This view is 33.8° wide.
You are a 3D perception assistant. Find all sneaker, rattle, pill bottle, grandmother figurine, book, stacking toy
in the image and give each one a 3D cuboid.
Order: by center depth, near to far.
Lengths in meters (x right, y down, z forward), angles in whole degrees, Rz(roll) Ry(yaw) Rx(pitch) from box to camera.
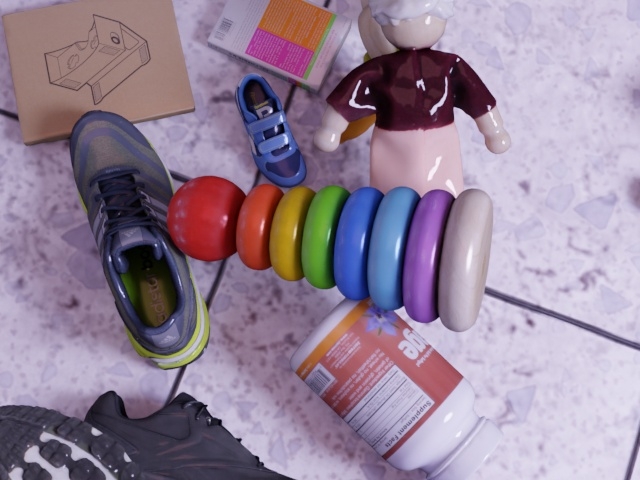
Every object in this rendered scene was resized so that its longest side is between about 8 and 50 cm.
[{"bbox_3d":[-0.218,0.343,1.001,0.182,0.158,0.410,-34,97,27],"label":"sneaker"},{"bbox_3d":[0.000,0.000,1.058,0.330,0.141,0.141,8,76,14],"label":"stacking toy"},{"bbox_3d":[-0.121,0.229,1.095,0.286,0.109,0.130,13,70,-1],"label":"sneaker"},{"bbox_3d":[0.082,0.160,1.106,0.216,0.121,0.121,43,79,7],"label":"pill bottle"},{"bbox_3d":[0.095,-0.125,1.119,0.208,0.104,0.342,-5,105,-16],"label":"grandmother figurine"},{"bbox_3d":[-0.196,-0.012,1.136,0.111,0.121,0.300,-22,78,-7],"label":"sneaker"},{"bbox_3d":[-0.060,-0.127,1.201,0.053,0.059,0.144,-25,80,-10],"label":"sneaker"},{"bbox_3d":[-0.048,-0.244,1.244,0.144,0.035,0.096,25,80,4],"label":"book"},{"bbox_3d":[0.058,-0.230,1.245,0.130,0.143,0.199,2,57,-34],"label":"rattle"}]

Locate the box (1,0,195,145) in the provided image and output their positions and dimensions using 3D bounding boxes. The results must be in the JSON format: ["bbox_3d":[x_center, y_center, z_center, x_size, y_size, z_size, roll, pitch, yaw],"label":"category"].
[{"bbox_3d":[-0.260,-0.208,1.232,0.201,0.021,0.164,-12,77,-4],"label":"box"}]
